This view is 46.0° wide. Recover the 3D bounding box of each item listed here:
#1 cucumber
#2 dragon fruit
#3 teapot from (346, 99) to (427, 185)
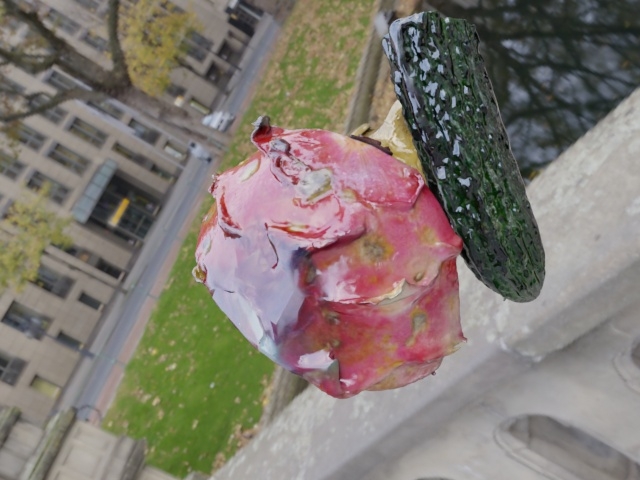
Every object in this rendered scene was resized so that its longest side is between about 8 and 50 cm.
[{"bbox_3d":[0.118,-0.055,0.595,0.077,0.265,0.077,-20,19,7],"label":"cucumber"},{"bbox_3d":[-0.004,-0.001,0.593,0.126,0.274,0.161,-28,-28,-53],"label":"dragon fruit"},{"bbox_3d":[0.066,-0.086,0.989,0.311,0.167,0.203,-49,-1,41],"label":"teapot"}]
